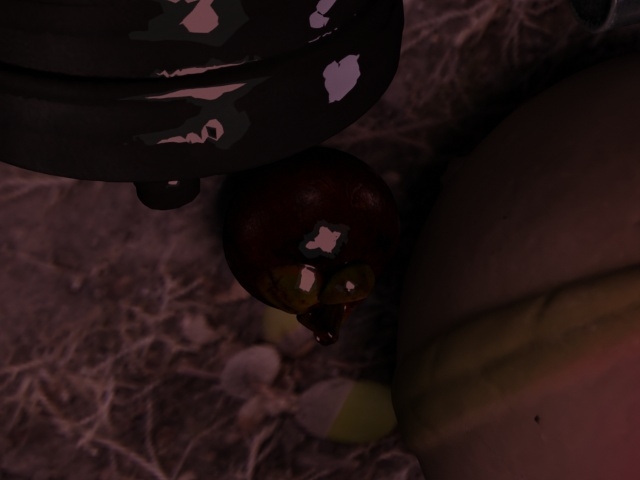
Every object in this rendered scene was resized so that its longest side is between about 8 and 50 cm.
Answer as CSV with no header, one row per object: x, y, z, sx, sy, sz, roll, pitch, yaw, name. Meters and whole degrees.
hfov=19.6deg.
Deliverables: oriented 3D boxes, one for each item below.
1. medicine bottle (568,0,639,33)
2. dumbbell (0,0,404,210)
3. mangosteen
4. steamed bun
0.214,-0.128,0.855,0.208,0.090,0.054,-10,82,-22,medicine bottle
-0.063,-0.183,0.619,0.185,0.185,0.388,-13,124,-20,dumbbell
-0.002,-0.002,0.820,0.081,0.081,0.081,-13,123,-20,mangosteen
0.197,0.071,0.835,0.309,0.309,0.309,-13,123,-20,steamed bun
